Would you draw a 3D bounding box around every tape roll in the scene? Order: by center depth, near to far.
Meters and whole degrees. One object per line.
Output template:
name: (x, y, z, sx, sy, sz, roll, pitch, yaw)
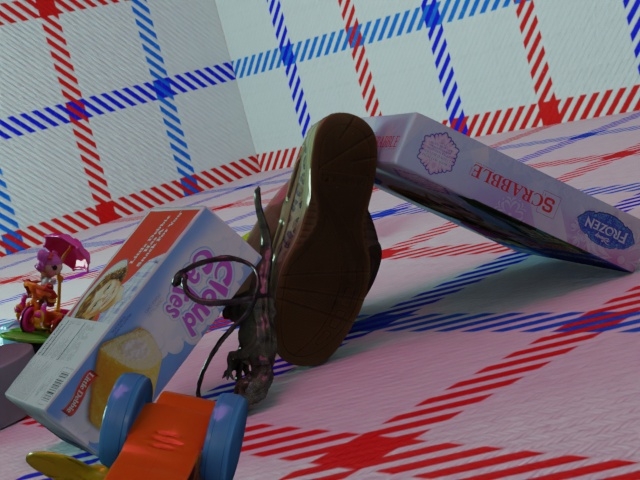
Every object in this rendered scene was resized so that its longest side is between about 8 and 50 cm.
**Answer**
tape roll: (-0.455, 0.196, 1.519, 0.219, 0.072, 0.219, -15, 7, 2)

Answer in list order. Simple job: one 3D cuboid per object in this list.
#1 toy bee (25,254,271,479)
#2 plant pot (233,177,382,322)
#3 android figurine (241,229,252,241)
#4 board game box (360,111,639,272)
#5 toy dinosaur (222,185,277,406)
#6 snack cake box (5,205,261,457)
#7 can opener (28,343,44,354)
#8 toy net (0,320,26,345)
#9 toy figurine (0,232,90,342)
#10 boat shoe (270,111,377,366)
toy bee: (-0.095, 0.170, 0.909, 0.195, 0.162, 0.298, 24, 39, 23)
plant pot: (0.000, 0.029, 1.509, 0.110, 0.237, 0.237, 29, 27, 21)
android figurine: (-0.057, -0.003, 2.208, 0.248, 0.056, 0.273, -12, 9, 21)
board game box: (0.187, -0.061, 1.498, 0.318, 0.065, 0.319, 24, -3, -15)
toy dinosaur: (-0.080, 0.084, 1.324, 0.064, 0.268, 0.118, 13, -35, -22)
snack cake box: (-0.197, 0.089, 1.279, 0.264, 0.089, 0.152, -54, 22, -18)
can opener: (-0.444, 0.168, 1.750, 0.059, 0.073, 0.186, -17, -3, 26)
toy net: (-0.575, 0.175, 1.989, 0.232, 0.045, 0.122, -12, 10, 32)
toy figurine: (-0.401, 0.067, 1.815, 0.130, 0.159, 0.173, 7, 1, 22)
boat shoe: (0.000, 0.000, 1.381, 0.105, 0.285, 0.089, 15, -5, -20)
